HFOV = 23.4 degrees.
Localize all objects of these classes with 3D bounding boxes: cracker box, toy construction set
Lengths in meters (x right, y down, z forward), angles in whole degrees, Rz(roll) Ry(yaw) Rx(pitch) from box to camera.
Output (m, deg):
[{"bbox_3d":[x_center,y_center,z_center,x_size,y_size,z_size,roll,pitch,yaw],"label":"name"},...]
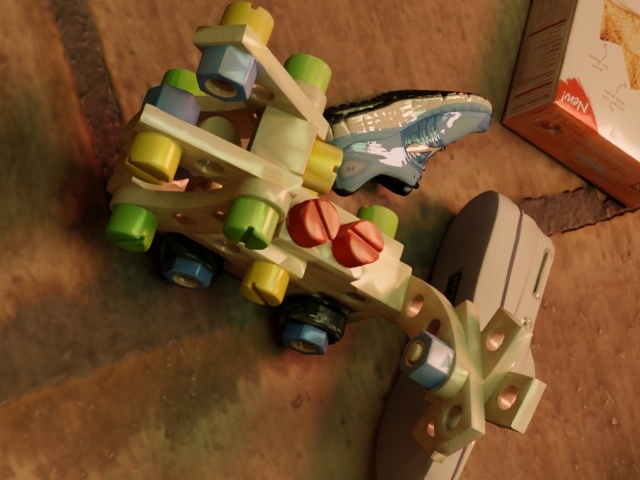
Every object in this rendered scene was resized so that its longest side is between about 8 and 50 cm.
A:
[{"bbox_3d":[0.251,-0.165,1.293,0.156,0.067,0.232,30,63,-27],"label":"cracker box"},{"bbox_3d":[0.000,0.000,0.973,0.328,0.215,0.151,44,58,-20],"label":"toy construction set"}]

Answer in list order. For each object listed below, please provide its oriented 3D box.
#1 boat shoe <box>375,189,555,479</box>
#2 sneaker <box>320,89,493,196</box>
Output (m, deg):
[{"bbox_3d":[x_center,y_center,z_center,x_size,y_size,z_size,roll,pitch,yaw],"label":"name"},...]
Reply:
[{"bbox_3d":[0.117,0.086,1.115,0.084,0.095,0.258,33,62,-21],"label":"boat shoe"},{"bbox_3d":[0.061,-0.071,1.146,0.162,0.063,0.073,-16,106,-34],"label":"sneaker"}]
